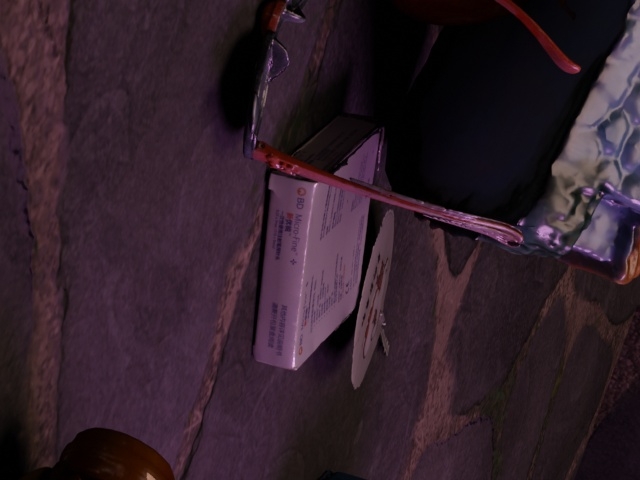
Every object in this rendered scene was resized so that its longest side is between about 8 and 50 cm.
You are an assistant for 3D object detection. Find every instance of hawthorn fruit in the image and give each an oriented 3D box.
[{"bbox_3d":[0.158,-0.268,1.792,0.162,0.204,0.162,17,90,-75],"label":"hawthorn fruit"}]

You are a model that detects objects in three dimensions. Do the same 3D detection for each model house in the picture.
[{"bbox_3d":[0.301,-0.088,1.889,0.297,0.339,0.360,-66,-156,0],"label":"model house"}]

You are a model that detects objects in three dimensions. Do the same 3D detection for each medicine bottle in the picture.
[{"bbox_3d":[0.000,0.000,1.785,0.171,0.052,0.201,-45,146,-57],"label":"medicine bottle"}]

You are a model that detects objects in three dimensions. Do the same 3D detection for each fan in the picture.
[{"bbox_3d":[0.064,0.081,2.033,0.329,0.009,0.190,73,28,-71],"label":"fan"}]

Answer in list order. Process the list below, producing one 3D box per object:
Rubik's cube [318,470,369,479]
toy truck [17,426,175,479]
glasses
[{"bbox_3d":[0.058,0.403,1.996,0.231,0.225,0.221,-35,135,-61],"label":"Rubik's cube"},{"bbox_3d":[-0.123,0.285,1.347,0.204,0.288,0.211,-65,-176,-31],"label":"toy truck"},{"bbox_3d":[0.077,-0.138,1.584,0.118,0.268,0.234,109,1,-70],"label":"glasses"}]
